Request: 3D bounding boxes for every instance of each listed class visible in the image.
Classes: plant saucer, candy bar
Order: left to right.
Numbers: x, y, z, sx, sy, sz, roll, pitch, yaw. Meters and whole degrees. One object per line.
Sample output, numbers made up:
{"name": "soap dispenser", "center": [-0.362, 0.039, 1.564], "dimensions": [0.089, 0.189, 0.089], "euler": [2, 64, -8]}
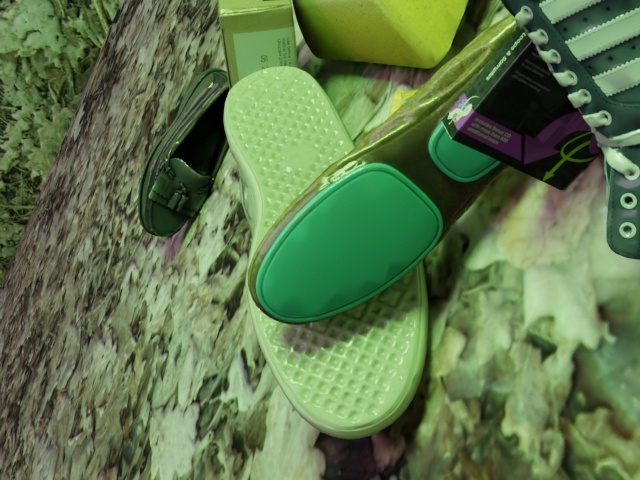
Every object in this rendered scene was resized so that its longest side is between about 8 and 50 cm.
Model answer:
{"name": "plant saucer", "center": [0.080, -0.367, 0.863], "dimensions": [0.333, 0.080, 0.333], "euler": [32, 103, 63]}
{"name": "candy bar", "center": [0.116, -0.141, 0.777], "dimensions": [0.161, 0.018, 0.040], "euler": [2, 74, 62]}

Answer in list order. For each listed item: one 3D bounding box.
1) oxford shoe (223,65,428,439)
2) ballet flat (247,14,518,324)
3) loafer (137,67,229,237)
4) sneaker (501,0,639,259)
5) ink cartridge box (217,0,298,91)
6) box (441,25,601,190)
{"name": "oxford shoe", "center": [0.000, 0.000, 0.796], "dimensions": [0.130, 0.169, 0.449], "euler": [78, 175, -50]}
{"name": "ballet flat", "center": [0.076, -0.067, 0.656], "dimensions": [0.342, 0.116, 0.124], "euler": [-45, 19, 12]}
{"name": "loafer", "center": [-0.212, -0.140, 1.290], "dimensions": [0.095, 0.109, 0.303], "euler": [30, 96, 58]}
{"name": "sneaker", "center": [0.156, -0.094, 0.442], "dimensions": [0.153, 0.282, 0.099], "euler": [-64, -13, 25]}
{"name": "ink cartridge box", "center": [-0.076, -0.240, 0.999], "dimensions": [0.235, 0.088, 0.193], "euler": [87, 175, -47]}
{"name": "box", "center": [0.178, -0.116, 0.539], "dimensions": [0.162, 0.116, 0.029], "euler": [-53, 33, 31]}
